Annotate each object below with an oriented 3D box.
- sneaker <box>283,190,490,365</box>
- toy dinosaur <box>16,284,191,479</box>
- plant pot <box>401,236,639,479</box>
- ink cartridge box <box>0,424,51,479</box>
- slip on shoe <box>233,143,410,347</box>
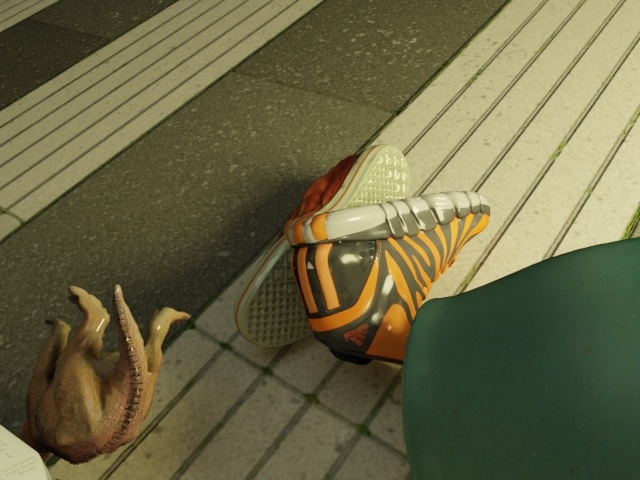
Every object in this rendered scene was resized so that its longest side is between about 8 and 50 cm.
[{"bbox_3d":[0.094,0.044,0.657,0.321,0.180,0.125,-12,2,-42],"label":"sneaker"},{"bbox_3d":[-0.222,0.167,0.550,0.296,0.127,0.200,-39,34,37],"label":"toy dinosaur"},{"bbox_3d":[0.211,0.126,0.455,0.255,0.271,0.271,-7,43,29],"label":"plant pot"},{"bbox_3d":[-0.262,0.280,0.487,0.232,0.066,0.189,27,100,13],"label":"ink cartridge box"},{"bbox_3d":[0.000,0.000,0.734,0.101,0.123,0.331,-3,41,45],"label":"slip on shoe"}]
